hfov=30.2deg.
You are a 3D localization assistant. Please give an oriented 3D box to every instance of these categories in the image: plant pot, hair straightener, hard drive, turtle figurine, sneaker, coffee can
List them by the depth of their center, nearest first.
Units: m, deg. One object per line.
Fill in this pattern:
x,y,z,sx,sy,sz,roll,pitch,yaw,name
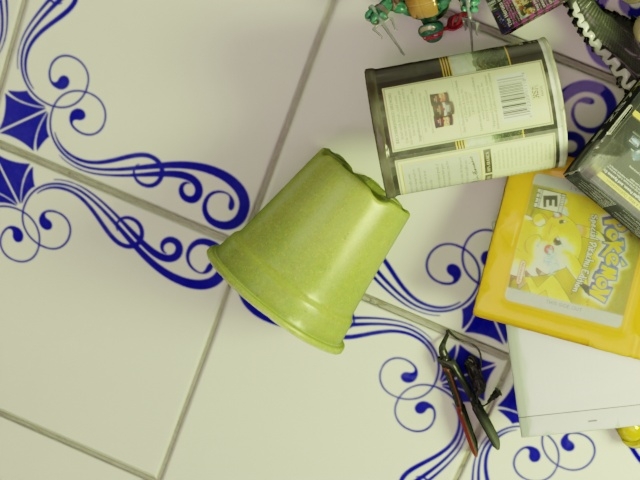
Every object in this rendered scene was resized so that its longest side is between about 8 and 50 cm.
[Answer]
0.219,-0.184,1.800,0.275,0.201,0.201,-10,104,4,coffee can
0.465,-0.313,1.819,0.106,0.078,0.234,-36,99,14,sneaker
0.151,-0.383,1.836,0.175,0.118,0.234,-17,109,12,turtle figurine
0.415,0.128,1.908,0.233,0.047,0.353,-8,84,13,hard drive
0.000,0.000,1.920,0.276,0.276,0.254,37,97,-1,plant pot
0.268,0.256,2.040,0.089,0.047,0.230,-18,97,15,hair straightener

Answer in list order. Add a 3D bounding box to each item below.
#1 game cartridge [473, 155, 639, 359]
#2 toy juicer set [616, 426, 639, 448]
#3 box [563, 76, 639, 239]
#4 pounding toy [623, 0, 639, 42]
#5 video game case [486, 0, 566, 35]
0.429,0.022,1.860,0.324,0.053,0.285,14,90,16,game cartridge
0.595,0.286,1.953,0.329,0.089,0.209,35,109,0,toy juicer set
0.610,-0.097,1.741,0.395,0.097,0.318,38,85,-1,box
0.497,-0.420,1.719,0.110,0.183,0.237,-12,75,-7,pounding toy
0.313,-0.457,1.769,0.210,0.042,0.232,-27,89,36,video game case
